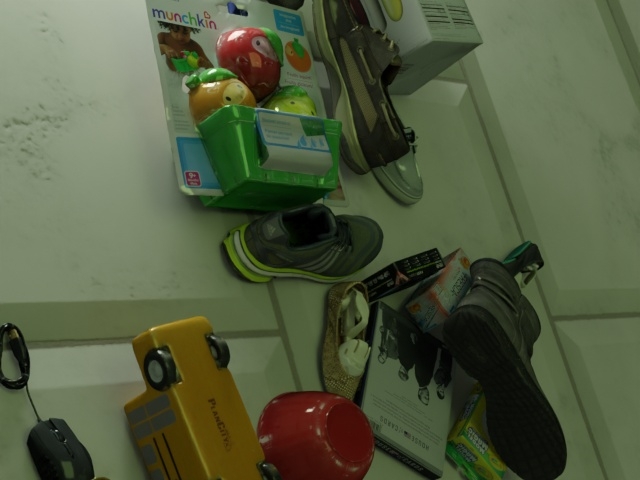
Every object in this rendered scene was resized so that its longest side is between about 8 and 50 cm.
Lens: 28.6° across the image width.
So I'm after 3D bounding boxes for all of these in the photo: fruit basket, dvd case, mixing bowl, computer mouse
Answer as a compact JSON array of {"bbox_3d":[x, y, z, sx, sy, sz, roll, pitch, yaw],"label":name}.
[{"bbox_3d":[-0.102,-0.224,1.900,0.327,0.165,0.353,5,72,-43],"label":"fruit basket"},{"bbox_3d":[0.134,0.233,1.968,0.179,0.030,0.238,35,46,-24],"label":"dvd case"},{"bbox_3d":[0.011,0.284,1.766,0.181,0.098,0.181,24,51,-34],"label":"mixing bowl"},{"bbox_3d":[-0.335,0.208,1.522,0.071,0.041,0.242,-19,79,-47],"label":"computer mouse"}]

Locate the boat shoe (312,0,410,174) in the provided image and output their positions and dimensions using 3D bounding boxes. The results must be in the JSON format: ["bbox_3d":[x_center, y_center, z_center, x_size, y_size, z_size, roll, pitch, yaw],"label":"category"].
[{"bbox_3d":[0.074,-0.291,2.098,0.132,0.130,0.355,-10,89,-81],"label":"boat shoe"}]

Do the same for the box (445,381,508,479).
[{"bbox_3d":[0.269,0.315,2.039,0.105,0.043,0.179,48,44,-11],"label":"box"}]

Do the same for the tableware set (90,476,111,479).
[{"bbox_3d":[-0.273,0.333,1.487,0.154,0.024,0.104,11,83,-39],"label":"tableware set"}]

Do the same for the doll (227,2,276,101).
[{"bbox_3d":[-0.115,-0.314,2.050,0.129,0.046,0.189,-4,75,-55],"label":"doll"}]

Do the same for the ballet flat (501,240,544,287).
[{"bbox_3d":[0.344,0.058,2.251,0.203,0.074,0.074,-26,85,-51],"label":"ballet flat"}]

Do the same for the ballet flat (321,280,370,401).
[{"bbox_3d":[0.043,0.147,1.903,0.073,0.067,0.206,23,52,-35],"label":"ballet flat"}]

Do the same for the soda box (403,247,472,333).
[{"bbox_3d":[0.203,0.081,2.082,0.058,0.063,0.183,53,32,-6],"label":"soda box"}]

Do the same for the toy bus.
[{"bbox_3d":[-0.149,0.271,1.594,0.108,0.130,0.332,-13,75,-46],"label":"toy bus"}]

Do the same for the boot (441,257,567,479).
[{"bbox_3d":[0.326,0.204,2.038,0.338,0.118,0.222,66,28,-14],"label":"boot"}]

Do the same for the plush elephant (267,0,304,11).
[{"bbox_3d":[-0.074,-0.590,2.092,0.330,0.272,0.255,37,67,11],"label":"plush elephant"}]

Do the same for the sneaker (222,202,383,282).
[{"bbox_3d":[0.000,0.000,1.911,0.300,0.121,0.111,-7,72,-46],"label":"sneaker"}]

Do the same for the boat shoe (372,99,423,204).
[{"bbox_3d":[0.123,-0.173,2.166,0.079,0.081,0.227,-24,83,-49],"label":"boat shoe"}]

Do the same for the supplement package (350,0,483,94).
[{"bbox_3d":[0.143,-0.393,2.235,0.149,0.194,0.203,-6,70,-47],"label":"supplement package"}]

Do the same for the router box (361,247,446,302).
[{"bbox_3d":[0.130,0.057,2.025,0.122,0.092,0.038,-16,78,-47],"label":"router box"}]
